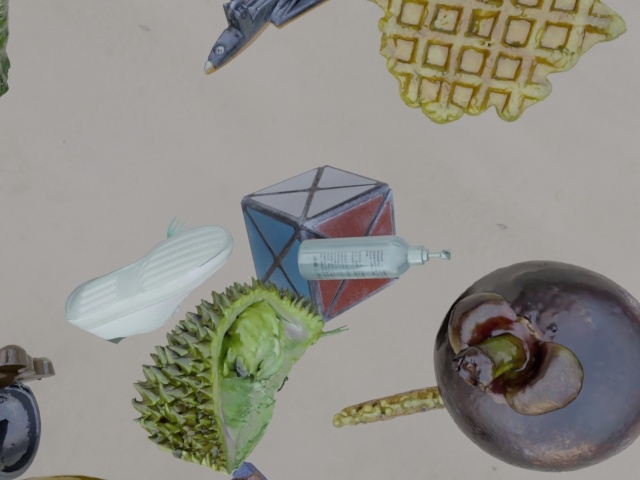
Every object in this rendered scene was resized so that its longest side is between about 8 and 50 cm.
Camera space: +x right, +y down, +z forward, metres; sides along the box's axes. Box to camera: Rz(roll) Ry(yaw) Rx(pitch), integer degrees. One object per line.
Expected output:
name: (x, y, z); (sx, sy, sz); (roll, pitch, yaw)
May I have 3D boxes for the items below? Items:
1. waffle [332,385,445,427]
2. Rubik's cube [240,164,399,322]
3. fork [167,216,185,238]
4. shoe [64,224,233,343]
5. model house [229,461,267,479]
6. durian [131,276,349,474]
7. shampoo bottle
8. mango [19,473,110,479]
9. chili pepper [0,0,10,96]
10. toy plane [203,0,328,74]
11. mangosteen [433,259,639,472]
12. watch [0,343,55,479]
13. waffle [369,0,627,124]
waffle: (0.188, 0.402, 1.376); (0.301, 0.281, 0.058); (-2, 70, -30)
Rubik's cube: (0.000, 0.000, 1.285); (0.255, 0.260, 0.259); (-24, 118, -29)
fork: (-0.457, 0.019, 1.674); (0.039, 0.021, 0.235); (35, 126, -2)
shoe: (-0.318, 0.105, 1.151); (0.363, 0.160, 0.132); (-26, 49, 4)
model house: (-0.215, 0.676, 1.560); (0.148, 0.148, 0.119); (-22, 49, -38)
durian: (-0.107, 0.147, 0.717); (0.157, 0.355, 0.169); (-41, 89, 27)
shampoo bottle: (0.069, 0.022, 0.719); (0.195, 0.056, 0.056); (-2, 86, 23)
mango: (-0.289, 0.311, 0.584); (0.195, 0.137, 0.098); (0, 118, -27)
chili pepper: (-0.279, -0.233, 0.464); (0.076, 0.359, 0.085); (16, 64, -25)
toy plane: (-0.040, -0.328, 0.689); (0.204, 0.103, 0.316); (38, 74, 11)
mangosteen: (0.293, 0.157, 0.776); (0.293, 0.297, 0.297); (43, 82, -17)
watch: (-0.851, 0.462, 1.457); (0.314, 0.335, 0.327); (-13, 72, 3)
waffle: (0.167, -0.241, 0.576); (0.238, 0.059, 0.243); (-29, 100, 17)
